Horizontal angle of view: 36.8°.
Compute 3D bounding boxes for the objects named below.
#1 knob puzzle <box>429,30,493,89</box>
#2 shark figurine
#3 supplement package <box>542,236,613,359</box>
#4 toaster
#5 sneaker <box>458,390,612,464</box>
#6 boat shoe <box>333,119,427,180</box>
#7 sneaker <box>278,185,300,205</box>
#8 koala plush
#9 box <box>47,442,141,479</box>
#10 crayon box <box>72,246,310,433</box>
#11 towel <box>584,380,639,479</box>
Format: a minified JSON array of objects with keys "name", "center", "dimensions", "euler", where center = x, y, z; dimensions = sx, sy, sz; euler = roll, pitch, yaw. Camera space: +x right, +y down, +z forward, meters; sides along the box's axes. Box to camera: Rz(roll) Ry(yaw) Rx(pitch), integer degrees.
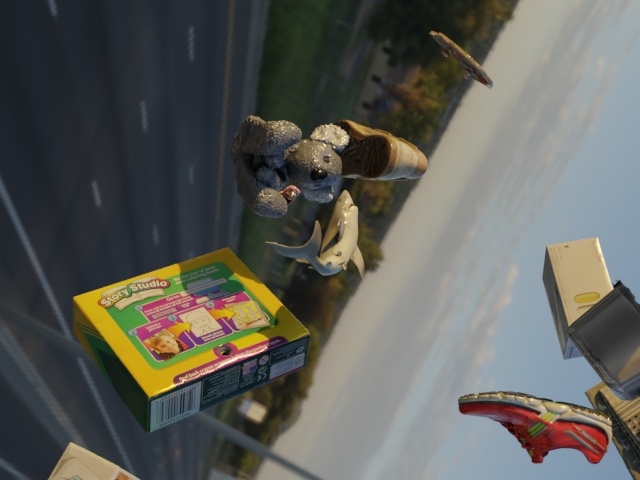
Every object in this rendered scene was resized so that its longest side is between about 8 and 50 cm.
[{"name":"knob puzzle","center":[0.339,-0.419,2.286],"dimensions":[0.030,0.213,0.213],"euler":[-46,179,7]},{"name":"shark figurine","center":[-0.004,0.023,1.759],"dimensions":[0.278,0.116,0.166],"euler":[-40,120,-63]},{"name":"supplement package","center":[0.713,0.159,2.634],"dimensions":[0.204,0.145,0.262],"euler":[74,6,-60]},{"name":"toaster","center":[0.571,0.192,1.818],"dimensions":[0.146,0.227,0.129],"euler":[-38,146,9]},{"name":"sneaker","center":[0.381,0.340,1.732],"dimensions":[0.107,0.279,0.118],"euler":[31,70,-76]},{"name":"boat shoe","center":[0.110,-0.181,2.071],"dimensions":[0.341,0.110,0.122],"euler":[34,-69,62]},{"name":"sneaker","center":[-0.109,-0.111,2.732],"dimensions":[0.119,0.047,0.057],"euler":[-31,-147,46]},{"name":"koala plush","center":[-0.052,-0.161,1.953],"dimensions":[0.203,0.221,0.196],"euler":[42,-54,56]},{"name":"box","center":[-0.393,0.513,1.678],"dimensions":[0.231,0.126,0.262],"euler":[-62,150,-20]},{"name":"crayon box","center":[-0.258,0.183,1.903],"dimensions":[0.362,0.313,0.106],"euler":[-18,134,-33]},{"name":"towel","center":[0.801,0.395,2.137],"dimensions":[0.324,0.312,0.056],"euler":[-35,161,13]}]
